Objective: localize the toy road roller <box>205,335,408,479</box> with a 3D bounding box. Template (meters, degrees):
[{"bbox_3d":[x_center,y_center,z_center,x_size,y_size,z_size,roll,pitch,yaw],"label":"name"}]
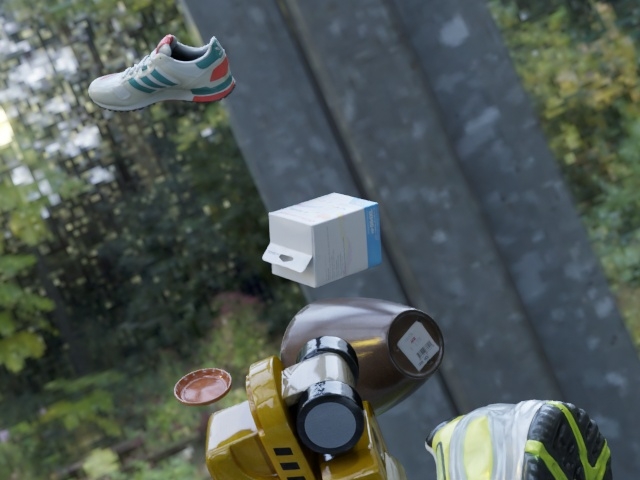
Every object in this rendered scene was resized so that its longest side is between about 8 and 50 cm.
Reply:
[{"bbox_3d":[-0.022,0.318,1.923,0.241,0.329,0.202,-21,20,7],"label":"toy road roller"}]

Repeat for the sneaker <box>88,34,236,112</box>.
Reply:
[{"bbox_3d":[-0.174,-0.185,1.424,0.161,0.075,0.057,-3,40,10],"label":"sneaker"}]

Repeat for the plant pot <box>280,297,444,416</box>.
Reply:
[{"bbox_3d":[0.087,0.179,2.102,0.215,0.215,0.230,-24,2,-34],"label":"plant pot"}]

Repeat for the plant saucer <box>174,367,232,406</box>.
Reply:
[{"bbox_3d":[-0.167,0.212,1.904,0.084,0.013,0.083,-9,28,5],"label":"plant saucer"}]

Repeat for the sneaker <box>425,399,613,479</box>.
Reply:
[{"bbox_3d":[0.147,0.324,1.094,0.145,0.384,0.147,19,-16,-41],"label":"sneaker"}]

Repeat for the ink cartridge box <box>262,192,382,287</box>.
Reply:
[{"bbox_3d":[0.000,0.000,1.808,0.143,0.089,0.092,-19,23,-40],"label":"ink cartridge box"}]
